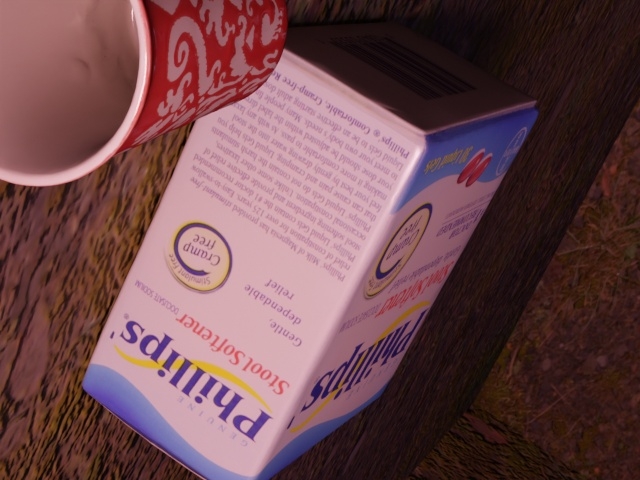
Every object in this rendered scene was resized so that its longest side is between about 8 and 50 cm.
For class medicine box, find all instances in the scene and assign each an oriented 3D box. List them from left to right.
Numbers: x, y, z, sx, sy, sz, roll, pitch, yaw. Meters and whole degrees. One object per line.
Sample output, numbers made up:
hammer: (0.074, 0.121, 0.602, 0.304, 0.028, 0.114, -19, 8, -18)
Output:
medicine box: (0.000, 0.000, 0.972, 0.263, 0.149, 0.289, -23, 142, -63)

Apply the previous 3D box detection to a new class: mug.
mug: (-0.079, -0.109, 0.597, 0.150, 0.113, 0.169, -61, 167, 22)
